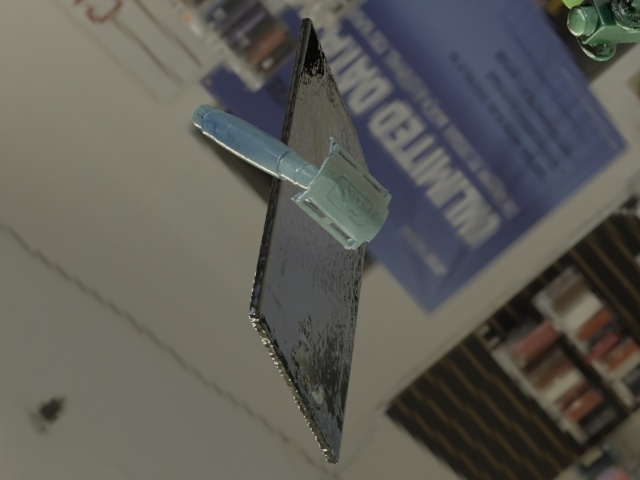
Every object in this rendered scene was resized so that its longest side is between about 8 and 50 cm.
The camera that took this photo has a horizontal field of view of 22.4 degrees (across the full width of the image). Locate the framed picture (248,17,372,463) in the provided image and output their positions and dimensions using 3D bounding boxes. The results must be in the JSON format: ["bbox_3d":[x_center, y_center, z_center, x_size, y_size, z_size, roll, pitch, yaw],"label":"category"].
[{"bbox_3d":[0.000,0.000,1.444,0.244,0.013,0.324,65,-153,-49],"label":"framed picture"}]

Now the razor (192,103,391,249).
[{"bbox_3d":[-0.026,-0.048,0.898,0.135,0.040,0.068,32,173,41],"label":"razor"}]

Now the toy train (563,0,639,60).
[{"bbox_3d":[0.403,-0.313,2.032,0.105,0.253,0.157,-44,59,55],"label":"toy train"}]
